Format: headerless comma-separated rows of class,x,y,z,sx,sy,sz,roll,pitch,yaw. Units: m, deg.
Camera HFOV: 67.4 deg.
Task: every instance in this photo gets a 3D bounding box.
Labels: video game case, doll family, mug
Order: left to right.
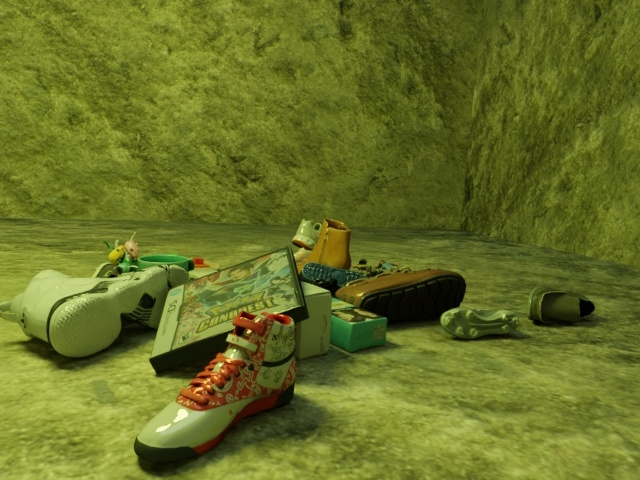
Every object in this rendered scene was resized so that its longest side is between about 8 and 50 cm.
mug,-0.413,0.097,1.303,0.157,0.098,0.129,1,7,-26
video game case,-0.169,0.115,0.904,0.274,0.035,0.248,-20,24,-1
doll family,0.181,0.103,1.671,0.192,0.076,0.111,7,2,-17

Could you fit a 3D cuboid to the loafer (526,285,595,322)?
loafer,0.641,0.170,1.274,0.251,0.095,0.087,-1,5,-34

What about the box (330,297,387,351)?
box,0.028,0.175,1.070,0.100,0.060,0.244,-2,9,-37

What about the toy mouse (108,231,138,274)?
toy mouse,-0.595,0.054,1.458,0.143,0.161,0.031,30,-2,39

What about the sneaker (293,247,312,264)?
sneaker,-0.092,0.059,1.853,0.134,0.070,0.051,2,10,-4

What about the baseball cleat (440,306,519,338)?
baseball cleat,0.358,0.194,1.129,0.205,0.072,0.109,6,-7,-16

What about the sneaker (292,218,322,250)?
sneaker,0.000,0.000,1.933,0.099,0.121,0.262,9,-16,38

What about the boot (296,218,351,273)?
boot,0.009,0.034,1.550,0.104,0.212,0.295,0,8,-32

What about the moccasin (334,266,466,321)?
moccasin,0.214,0.137,1.228,0.379,0.139,0.147,-11,22,-26

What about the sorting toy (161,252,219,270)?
sorting toy,-0.469,0.075,1.627,0.347,0.047,0.195,10,10,39

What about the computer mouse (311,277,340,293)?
computer mouse,-0.079,0.118,1.247,0.261,0.060,0.184,-11,-12,21

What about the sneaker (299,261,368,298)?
sneaker,0.050,0.130,1.356,0.232,0.082,0.090,21,-31,-2

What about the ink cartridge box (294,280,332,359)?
ink cartridge box,-0.062,0.148,0.970,0.072,0.128,0.175,-4,10,-38

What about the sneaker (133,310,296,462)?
sneaker,-0.130,0.177,0.651,0.090,0.145,0.270,9,9,35

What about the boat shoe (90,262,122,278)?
boat shoe,-0.537,0.114,1.202,0.068,0.081,0.228,6,14,-3

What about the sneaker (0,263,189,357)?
sneaker,-0.443,0.115,0.985,0.210,0.138,0.365,10,12,21

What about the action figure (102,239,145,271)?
action figure,-0.616,0.058,1.557,0.232,0.064,0.137,23,-15,48

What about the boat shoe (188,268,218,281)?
boat shoe,-0.269,0.127,1.210,0.095,0.079,0.254,-8,10,-38
